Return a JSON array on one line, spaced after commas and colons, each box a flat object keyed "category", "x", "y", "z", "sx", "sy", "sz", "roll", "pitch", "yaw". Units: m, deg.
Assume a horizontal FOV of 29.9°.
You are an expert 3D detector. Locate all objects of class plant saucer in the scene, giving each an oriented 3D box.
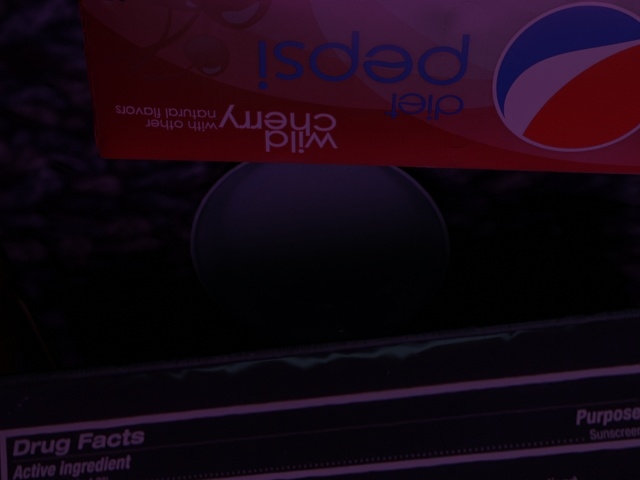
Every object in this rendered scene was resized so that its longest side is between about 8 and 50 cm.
[{"category": "plant saucer", "x": 0.000, "y": 0.000, "z": 0.558, "sx": 0.119, "sy": 0.021, "sz": 0.119, "roll": 1, "pitch": 127, "yaw": 2}]

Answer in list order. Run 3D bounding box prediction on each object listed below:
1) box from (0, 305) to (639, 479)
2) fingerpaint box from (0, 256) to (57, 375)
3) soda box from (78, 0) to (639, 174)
[{"category": "box", "x": 0.025, "y": 0.197, "z": 0.519, "sx": 0.296, "sy": 0.294, "sz": 0.183, "roll": -6, "pitch": 168, "yaw": 9}, {"category": "fingerpaint box", "x": -0.223, "y": 0.173, "z": 0.485, "sx": 0.163, "sy": 0.371, "sz": 0.444, "roll": -8, "pitch": 128, "yaw": 10}, {"category": "soda box", "x": 0.050, "y": -0.083, "z": 0.446, "sx": 0.263, "sy": 0.092, "sz": 0.083, "roll": 2, "pitch": 129, "yaw": 2}]
